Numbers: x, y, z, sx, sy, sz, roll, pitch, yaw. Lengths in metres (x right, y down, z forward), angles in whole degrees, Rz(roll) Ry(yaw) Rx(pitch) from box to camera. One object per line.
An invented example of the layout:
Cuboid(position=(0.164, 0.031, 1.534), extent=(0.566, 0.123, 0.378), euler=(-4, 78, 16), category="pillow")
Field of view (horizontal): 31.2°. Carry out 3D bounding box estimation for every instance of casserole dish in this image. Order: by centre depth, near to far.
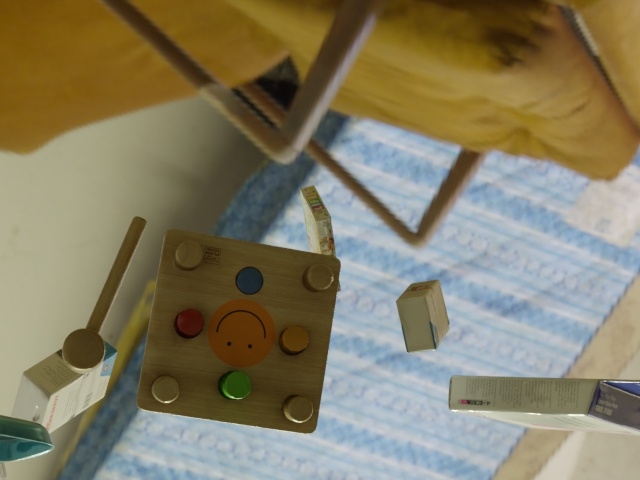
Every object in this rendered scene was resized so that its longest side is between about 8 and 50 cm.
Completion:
Cuboid(position=(-0.457, 0.273, 1.593), extent=(0.114, 0.037, 0.188), euler=(-19, 154, 25), category="casserole dish")

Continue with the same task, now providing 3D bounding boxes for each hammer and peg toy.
Cuboid(position=(-0.162, 0.111, 1.577), extent=(0.361, 0.266, 0.127), euler=(11, 172, -9), category="hammer and peg toy")

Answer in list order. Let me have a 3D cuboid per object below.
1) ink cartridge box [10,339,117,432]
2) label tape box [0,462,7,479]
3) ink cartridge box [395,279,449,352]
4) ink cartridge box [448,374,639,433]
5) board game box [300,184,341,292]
Cuboid(position=(-0.530, 0.299, 2.371), extent=(0.086, 0.148, 0.203), euler=(36, -144, 17), category="ink cartridge box")
Cuboid(position=(-0.755, 0.414, 2.085), extent=(0.106, 0.334, 0.240), euler=(39, 142, 33), category="label tape box")
Cuboid(position=(0.164, 0.119, 1.821), extent=(0.052, 0.088, 0.122), euler=(-10, -172, 19), category="ink cartridge box")
Cuboid(position=(0.432, 0.278, 1.898), extent=(0.330, 0.071, 0.324), euler=(-2, 166, 36), category="ink cartridge box")
Cuboid(position=(0.000, 0.000, 1.902), extent=(0.026, 0.154, 0.103), euler=(-14, -145, -9), category="board game box")
